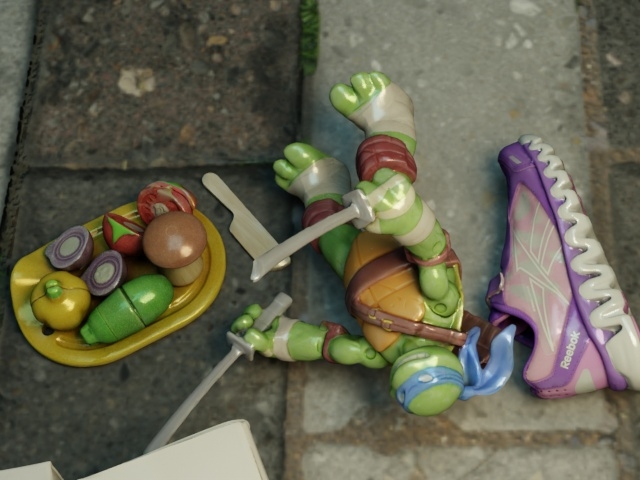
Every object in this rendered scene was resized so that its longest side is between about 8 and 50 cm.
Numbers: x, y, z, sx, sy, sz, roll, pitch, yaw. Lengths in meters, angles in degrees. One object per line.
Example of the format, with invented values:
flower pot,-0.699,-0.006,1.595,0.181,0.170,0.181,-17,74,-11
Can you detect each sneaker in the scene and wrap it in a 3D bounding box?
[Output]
sneaker,0.170,0.024,1.046,0.105,0.095,0.236,-24,57,12

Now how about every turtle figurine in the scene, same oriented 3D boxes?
turtle figurine,0.000,0.000,0.986,0.275,0.197,0.266,-4,46,-5

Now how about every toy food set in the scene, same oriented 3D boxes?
toy food set,-0.148,0.009,1.084,0.218,0.071,0.128,-28,62,-11

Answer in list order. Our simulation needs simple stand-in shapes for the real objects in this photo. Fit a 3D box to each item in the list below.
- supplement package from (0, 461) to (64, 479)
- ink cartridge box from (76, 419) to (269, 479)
supplement package,-0.227,0.317,0.857,0.178,0.175,0.292,-10,60,0
ink cartridge box,-0.046,0.286,0.842,0.117,0.207,0.283,-19,60,-8
